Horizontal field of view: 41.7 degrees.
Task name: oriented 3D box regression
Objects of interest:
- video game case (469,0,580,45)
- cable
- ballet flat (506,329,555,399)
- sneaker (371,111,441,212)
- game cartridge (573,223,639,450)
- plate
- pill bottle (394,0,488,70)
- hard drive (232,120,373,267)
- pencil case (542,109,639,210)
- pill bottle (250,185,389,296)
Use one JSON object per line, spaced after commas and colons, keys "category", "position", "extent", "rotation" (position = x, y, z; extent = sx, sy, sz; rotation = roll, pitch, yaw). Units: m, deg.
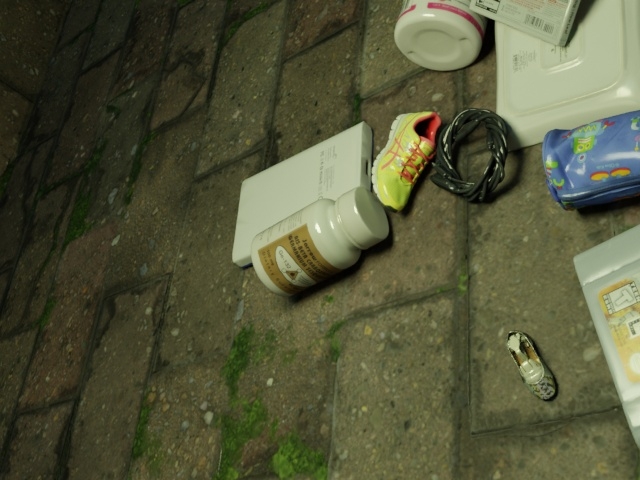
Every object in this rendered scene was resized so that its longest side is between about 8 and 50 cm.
{"category": "video game case", "position": [0.340, -0.435, 1.340], "extent": [0.212, 0.023, 0.193], "rotation": [42, 127, 46]}
{"category": "cable", "position": [0.254, -0.142, 1.378], "extent": [0.150, 0.047, 0.184], "rotation": [-64, 29, 5]}
{"category": "ballet flat", "position": [0.282, 0.167, 1.146], "extent": [0.041, 0.041, 0.114], "rotation": [-39, 41, 18]}
{"category": "sneaker", "position": [0.156, -0.146, 1.464], "extent": [0.094, 0.081, 0.208], "rotation": [-12, 54, 48]}
{"category": "game cartridge", "position": [0.441, 0.095, 1.029], "extent": [0.198, 0.062, 0.297], "rotation": [-34, 42, 29]}
{"category": "plate", "position": [0.390, -0.300, 1.335], "extent": [0.278, 0.045, 0.277], "rotation": [-13, 66, 41]}
{"category": "pill bottle", "position": [0.245, -0.473, 1.559], "extent": [0.160, 0.160, 0.283], "rotation": [-5, 59, 43]}
{"category": "hard drive", "position": [-0.037, -0.087, 1.656], "extent": [0.319, 0.040, 0.210], "rotation": [-23, 48, 33]}
{"category": "pencil case", "position": [0.447, -0.117, 1.122], "extent": [0.306, 0.119, 0.133], "rotation": [-10, 33, 42]}
{"category": "pill bottle", "position": [0.000, 0.000, 1.483], "extent": [0.229, 0.131, 0.131], "rotation": [-28, 45, 29]}
